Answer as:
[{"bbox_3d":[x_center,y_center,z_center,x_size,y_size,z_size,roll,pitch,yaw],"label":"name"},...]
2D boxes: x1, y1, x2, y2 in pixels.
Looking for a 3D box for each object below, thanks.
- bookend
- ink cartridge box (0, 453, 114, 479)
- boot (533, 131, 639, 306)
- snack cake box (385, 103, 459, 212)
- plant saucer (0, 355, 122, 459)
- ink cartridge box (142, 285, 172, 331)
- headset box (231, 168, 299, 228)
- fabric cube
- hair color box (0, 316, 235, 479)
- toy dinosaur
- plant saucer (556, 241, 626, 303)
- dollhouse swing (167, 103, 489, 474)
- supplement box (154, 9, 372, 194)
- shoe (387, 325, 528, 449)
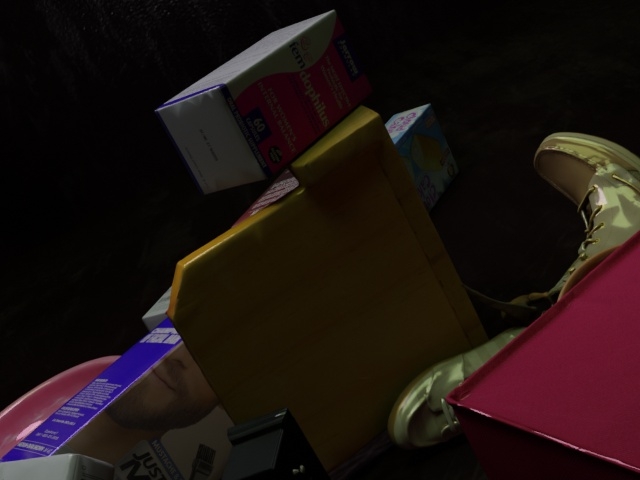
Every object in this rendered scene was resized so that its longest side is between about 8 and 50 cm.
[{"bbox_3d":[-0.038,0.275,0.901,0.072,0.157,0.156,-23,18,16],"label":"bookend"},{"bbox_3d":[-0.362,0.392,0.932,0.330,0.071,0.324,-15,58,33],"label":"ink cartridge box"},{"bbox_3d":[0.320,-0.006,1.093,0.262,0.095,0.203,38,64,24],"label":"boot"},{"bbox_3d":[0.146,-0.120,1.695,0.089,0.152,0.264,-13,24,37],"label":"snack cake box"},{"bbox_3d":[-0.415,0.310,1.457,0.332,0.084,0.332,-25,20,9],"label":"plant saucer"},{"bbox_3d":[-0.226,0.112,1.730,0.127,0.072,0.175,-16,22,32],"label":"ink cartridge box"},{"bbox_3d":[0.000,0.000,1.479,0.110,0.218,0.293,-17,20,34],"label":"headset box"},{"bbox_3d":[0.291,0.152,0.602,0.259,0.258,0.254,-35,19,-21],"label":"fabric cube"},{"bbox_3d":[-0.209,0.242,1.187,0.110,0.185,0.339,-7,28,48],"label":"hair color box"},{"bbox_3d":[0.240,0.087,1.106,0.112,0.064,0.211,-7,-12,15],"label":"toy dinosaur"},{"bbox_3d":[0.339,0.087,0.935,0.200,0.037,0.200,-8,52,10],"label":"plant saucer"},{"bbox_3d":[-0.005,0.060,1.126,0.305,0.346,0.315,-30,18,-3],"label":"dollhouse swing"},{"bbox_3d":[-0.057,-0.158,1.048,0.114,0.111,0.220,-10,26,43],"label":"supplement box"},{"bbox_3d":[0.170,0.161,1.033,0.219,0.076,0.058,-32,12,-17],"label":"shoe"}]
